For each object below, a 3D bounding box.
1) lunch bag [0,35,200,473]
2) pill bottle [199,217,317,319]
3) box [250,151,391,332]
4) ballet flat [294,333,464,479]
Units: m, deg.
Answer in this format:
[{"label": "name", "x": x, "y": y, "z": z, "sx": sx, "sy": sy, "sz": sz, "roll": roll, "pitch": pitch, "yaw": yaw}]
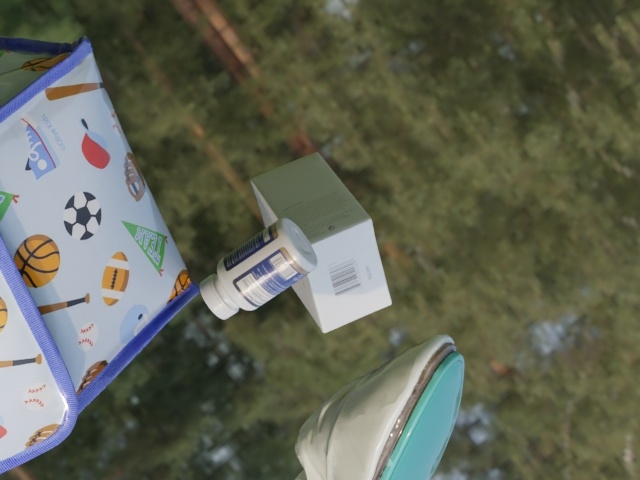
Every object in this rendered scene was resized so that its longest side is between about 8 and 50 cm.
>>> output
[{"label": "lunch bag", "x": -0.338, "y": 0.028, "z": 1.591, "sx": 0.239, "sy": 0.328, "sz": 0.385, "roll": 5, "pitch": -143, "yaw": 40}, {"label": "pill bottle", "x": -0.068, "y": 0.033, "z": 1.763, "sx": 0.120, "sy": 0.067, "sz": 0.067, "roll": -34, "pitch": -162, "yaw": 15}, {"label": "box", "x": 0.000, "y": 0.000, "z": 1.912, "sx": 0.091, "sy": 0.130, "sz": 0.170, "roll": -23, "pitch": -143, "yaw": -10}, {"label": "ballet flat", "x": 0.032, "y": 0.222, "z": 1.463, "sx": 0.139, "sy": 0.400, "sz": 0.139, "roll": 3, "pitch": -138, "yaw": -3}]
